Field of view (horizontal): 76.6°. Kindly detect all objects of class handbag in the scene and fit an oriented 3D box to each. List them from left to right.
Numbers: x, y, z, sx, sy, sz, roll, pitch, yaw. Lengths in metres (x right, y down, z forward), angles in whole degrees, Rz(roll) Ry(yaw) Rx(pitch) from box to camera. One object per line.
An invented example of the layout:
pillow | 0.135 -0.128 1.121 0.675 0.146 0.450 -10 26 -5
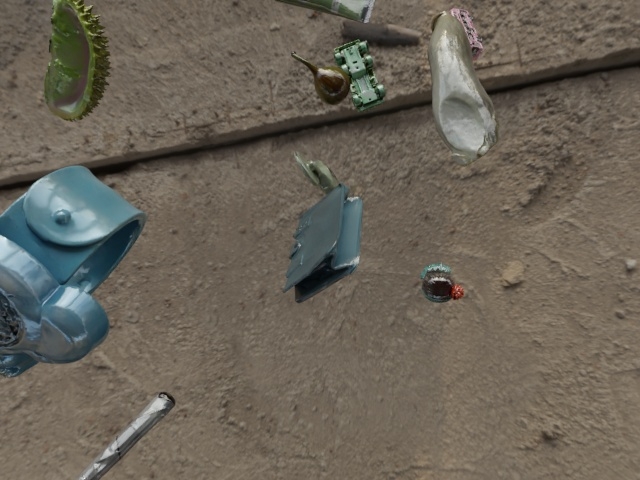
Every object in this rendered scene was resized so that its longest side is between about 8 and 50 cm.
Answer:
handbag | 0.000 0.000 0.813 0.062 0.229 0.179 38 126 -23

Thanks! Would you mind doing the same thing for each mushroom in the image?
mushroom | 0.259 -0.294 0.767 0.109 0.097 0.352 8 68 -32

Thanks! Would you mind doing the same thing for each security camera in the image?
security camera | -0.009 -0.273 1.628 0.080 0.301 0.157 -32 69 14

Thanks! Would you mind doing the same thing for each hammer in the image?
hammer | -0.413 0.433 0.676 0.152 0.044 0.427 26 52 30

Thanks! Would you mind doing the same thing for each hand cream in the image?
hand cream | 0.000 -0.513 0.841 0.235 0.055 0.087 17 89 12

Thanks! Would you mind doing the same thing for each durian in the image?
durian | -0.676 -0.497 1.126 0.169 0.157 0.356 7 118 -22

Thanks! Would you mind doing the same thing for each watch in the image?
watch | -0.298 0.020 0.451 0.210 0.193 0.211 7 122 12

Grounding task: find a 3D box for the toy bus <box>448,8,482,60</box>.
toy bus | 0.488 -0.708 1.392 0.090 0.063 0.203 -1 64 -16

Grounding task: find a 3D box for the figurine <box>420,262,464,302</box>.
figurine | 0.187 0.064 0.634 0.059 0.106 0.047 6 106 10

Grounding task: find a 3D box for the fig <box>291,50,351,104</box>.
fig | -0.001 -0.568 1.385 0.236 0.124 0.124 37 89 -19

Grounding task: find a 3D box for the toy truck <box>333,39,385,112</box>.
toy truck | 0.150 -0.600 1.516 0.128 0.135 0.260 -21 77 2
